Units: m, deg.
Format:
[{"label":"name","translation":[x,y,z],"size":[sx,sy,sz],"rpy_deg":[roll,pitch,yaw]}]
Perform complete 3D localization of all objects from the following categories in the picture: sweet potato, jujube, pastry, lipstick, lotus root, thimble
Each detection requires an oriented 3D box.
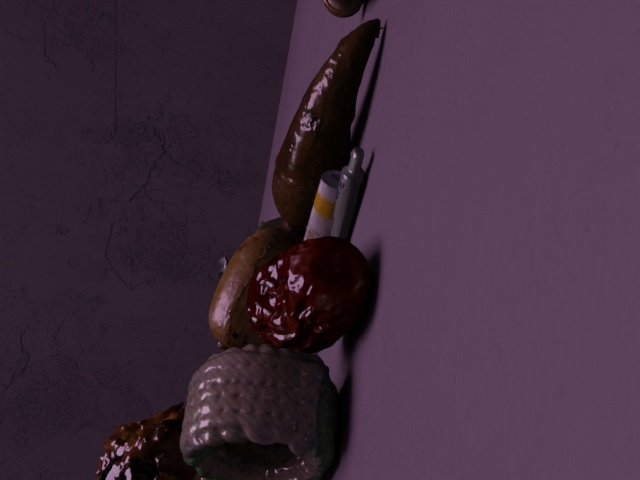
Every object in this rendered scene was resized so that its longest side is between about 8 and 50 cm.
[{"label":"sweet potato","translation":[0.003,-0.182,1.511],"size":[0.130,0.131,0.422],"rpy_deg":[-90,15,-53]},{"label":"jujube","translation":[-0.015,0.073,1.218],"size":[0.230,0.155,0.155],"rpy_deg":[132,148,-64]},{"label":"pastry","translation":[-0.271,0.500,1.569],"size":[0.293,0.337,0.404],"rpy_deg":[8,111,45]},{"label":"lipstick","translation":[0.000,0.000,1.516],"size":[0.059,0.059,0.263],"rpy_deg":[-89,12,-50]},{"label":"lotus root","translation":[-0.108,0.084,1.660],"size":[0.284,0.146,0.160],"rpy_deg":[-60,-29,-7]},{"label":"thimble","translation":[-0.081,0.246,1.218],"size":[0.219,0.219,0.150],"rpy_deg":[111,168,-53]}]

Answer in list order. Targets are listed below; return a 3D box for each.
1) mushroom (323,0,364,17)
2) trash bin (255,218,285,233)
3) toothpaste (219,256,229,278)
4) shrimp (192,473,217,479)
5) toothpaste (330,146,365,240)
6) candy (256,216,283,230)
[{"label":"mushroom","translation":[0.055,-0.495,1.550],"size":[0.350,0.129,0.128],"rpy_deg":[134,145,-84]},{"label":"trash bin","translation":[-0.102,0.118,1.897],"size":[0.247,0.121,0.243],"rpy_deg":[105,172,-53]},{"label":"toothpaste","translation":[-0.147,0.222,1.759],"size":[0.099,0.061,0.391],"rpy_deg":[154,103,-75]},{"label":"shrimp","translation":[-0.164,0.414,1.257],"size":[0.254,0.059,0.145],"rpy_deg":[-124,48,-68]},{"label":"toothpaste","translation":[0.037,-0.035,1.396],"size":[0.067,0.037,0.255],"rpy_deg":[-91,10,-53]},{"label":"candy","translation":[-0.094,-0.018,2.022],"size":[0.178,0.032,0.102],"rpy_deg":[-22,-40,-57]}]
